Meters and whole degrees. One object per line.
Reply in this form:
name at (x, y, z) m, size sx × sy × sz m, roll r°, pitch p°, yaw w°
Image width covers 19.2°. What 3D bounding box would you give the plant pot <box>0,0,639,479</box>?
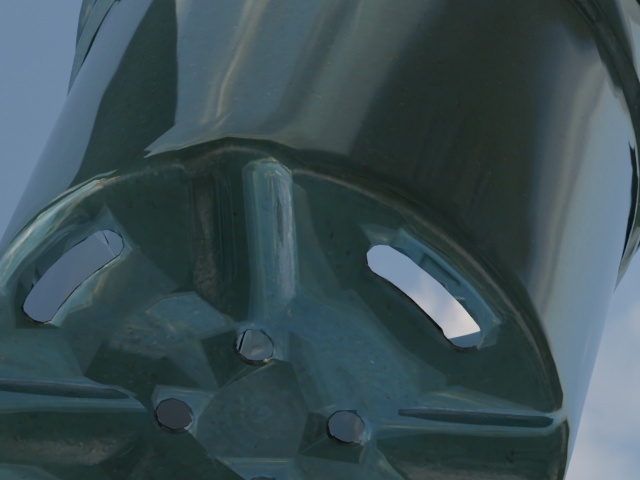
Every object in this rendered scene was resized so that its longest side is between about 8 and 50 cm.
plant pot at (0.000, 0.000, 0.901) m, size 0.341 × 0.341 × 0.334 m, roll 53°, pitch -154°, yaw -17°
